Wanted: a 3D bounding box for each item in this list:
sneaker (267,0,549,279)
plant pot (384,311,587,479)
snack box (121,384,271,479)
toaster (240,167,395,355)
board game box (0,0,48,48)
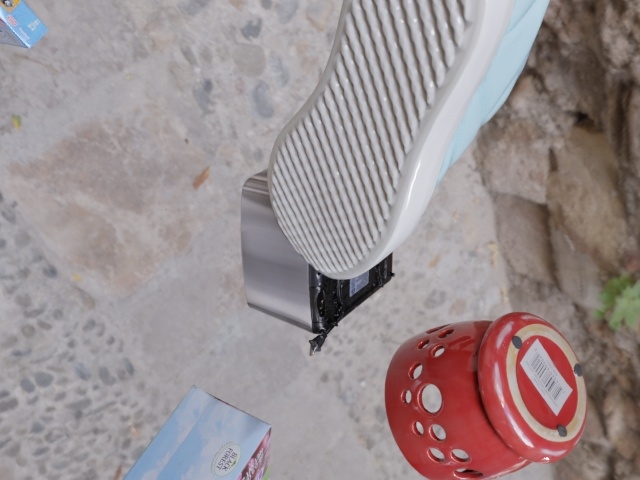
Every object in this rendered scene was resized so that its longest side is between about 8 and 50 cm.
[{"bbox_3d":[0.074,-0.098,0.583,0.150,0.135,0.366,-30,164,-33],"label":"sneaker"},{"bbox_3d":[0.197,0.183,0.906,0.191,0.174,0.191,14,64,-32],"label":"plant pot"},{"bbox_3d":[-0.103,0.229,0.530,0.174,0.070,0.207,-54,162,-37],"label":"snack box"},{"bbox_3d":[0.000,0.000,0.854,0.185,0.110,0.168,-33,130,-49],"label":"toaster"},{"bbox_3d":[-0.425,-0.320,0.896,0.039,0.160,0.211,-49,128,-14],"label":"board game box"}]
